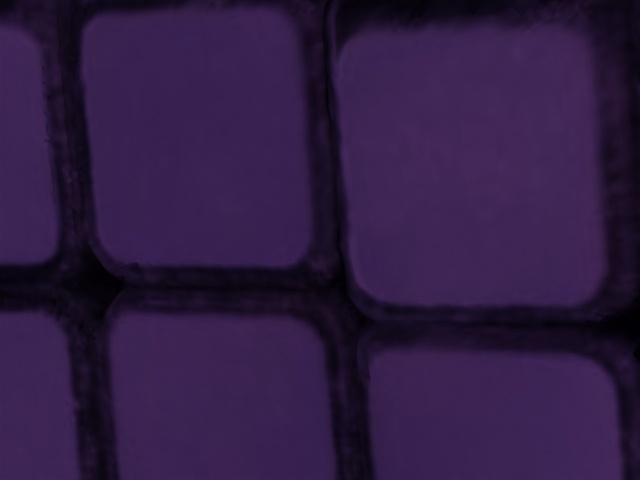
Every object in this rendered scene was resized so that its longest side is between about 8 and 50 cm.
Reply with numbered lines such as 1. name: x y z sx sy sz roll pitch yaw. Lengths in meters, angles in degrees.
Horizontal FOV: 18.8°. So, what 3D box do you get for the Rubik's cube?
1. Rubik's cube: 0.085 0.065 0.642 0.337 0.343 0.344 1 12 28
